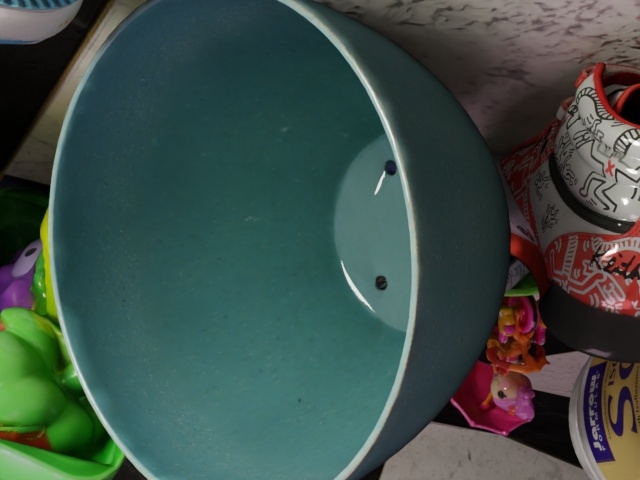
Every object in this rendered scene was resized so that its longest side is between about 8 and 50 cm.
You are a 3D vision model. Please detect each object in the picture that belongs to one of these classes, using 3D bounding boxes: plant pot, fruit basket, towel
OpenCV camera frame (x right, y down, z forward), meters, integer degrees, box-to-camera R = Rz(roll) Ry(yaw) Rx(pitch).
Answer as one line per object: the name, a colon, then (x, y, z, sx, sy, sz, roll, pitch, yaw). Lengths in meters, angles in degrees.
plant pot: (0.000, 0.000, 0.658, 0.290, 0.290, 0.195, -6, 180, 42)
fruit basket: (-0.202, 0.047, 0.898, 0.283, 0.392, 0.392, 22, 165, 1)
towel: (0.046, -0.063, 0.802, 0.067, 0.029, 0.119, 2, 164, 26)

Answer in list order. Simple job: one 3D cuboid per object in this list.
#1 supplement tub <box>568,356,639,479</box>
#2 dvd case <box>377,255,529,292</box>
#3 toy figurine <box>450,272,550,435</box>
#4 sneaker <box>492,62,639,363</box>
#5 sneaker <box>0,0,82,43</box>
supplement tub: (0.387, 0.158, 1.026, 0.241, 0.241, 0.331, 10, 164, -5)
dvd case: (0.073, 0.033, 0.910, 0.180, 0.022, 0.253, -2, -166, 30)
toy figurine: (0.165, 0.099, 0.976, 0.130, 0.159, 0.173, -13, -168, -20)
sneaker: (0.167, -0.046, 0.686, 0.090, 0.145, 0.270, 11, -159, -10)
sneaker: (-0.231, -0.147, 0.536, 0.229, 0.087, 0.092, 15, 165, -17)
